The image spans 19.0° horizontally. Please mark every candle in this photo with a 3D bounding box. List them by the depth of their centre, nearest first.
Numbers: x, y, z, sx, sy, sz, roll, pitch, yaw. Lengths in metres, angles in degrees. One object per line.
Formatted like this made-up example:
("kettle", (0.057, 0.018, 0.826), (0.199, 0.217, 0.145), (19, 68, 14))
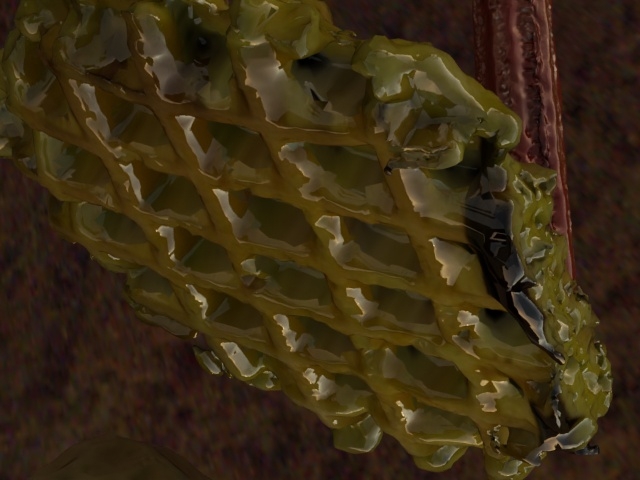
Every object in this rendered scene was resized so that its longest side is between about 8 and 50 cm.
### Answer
("candle", (0.105, -0.050, 1.014), (0.051, 0.048, 0.329), (5, 78, -55))

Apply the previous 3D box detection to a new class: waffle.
("waffle", (-0.002, 0.003, 0.785), (0.312, 0.307, 0.060), (41, 64, -24))

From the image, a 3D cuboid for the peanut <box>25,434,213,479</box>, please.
("peanut", (-0.079, 0.212, 0.842), (0.152, 0.313, 0.152), (-8, 129, -10))
